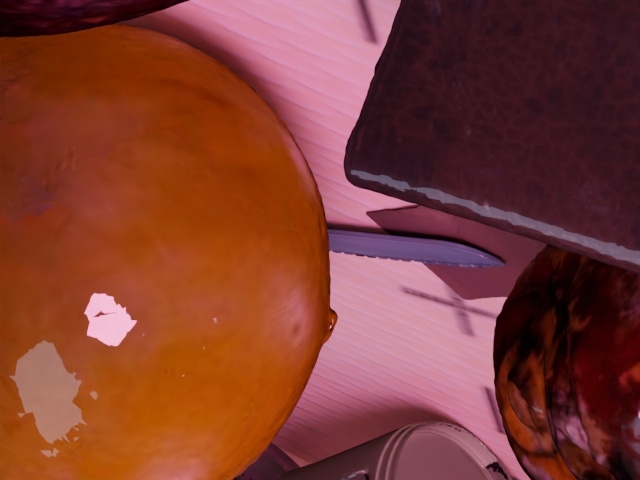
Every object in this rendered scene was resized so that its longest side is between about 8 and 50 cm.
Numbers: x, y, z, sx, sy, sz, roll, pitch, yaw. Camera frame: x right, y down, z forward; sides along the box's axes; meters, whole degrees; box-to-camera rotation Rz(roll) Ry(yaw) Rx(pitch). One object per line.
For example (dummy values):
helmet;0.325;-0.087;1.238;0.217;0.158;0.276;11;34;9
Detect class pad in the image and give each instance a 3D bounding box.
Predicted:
pad;0.125;0.005;1.269;0.113;0.006;0.188;39;155;-28

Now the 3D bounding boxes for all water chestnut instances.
water chestnut;0.239;0.072;1.013;0.289;0.244;0.289;28;162;10

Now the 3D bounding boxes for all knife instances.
knife;0.000;0.000;1.367;0.313;0.019;0.044;7;156;38

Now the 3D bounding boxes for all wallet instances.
wallet;0.182;-0.061;0.898;0.321;0.170;0.044;18;174;16

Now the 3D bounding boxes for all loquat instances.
loquat;-0.133;0.017;1.220;0.328;0.328;0.359;2;-170;42

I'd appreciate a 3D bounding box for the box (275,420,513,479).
box;0.070;0.277;1.556;0.149;0.226;0.226;-26;127;31

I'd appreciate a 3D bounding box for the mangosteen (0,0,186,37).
mangosteen;-0.049;-0.247;0.575;0.435;0.382;0.382;-1;169;-29

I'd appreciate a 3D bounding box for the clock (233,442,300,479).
clock;-0.082;0.280;1.686;0.338;0.102;0.338;41;-168;-10
